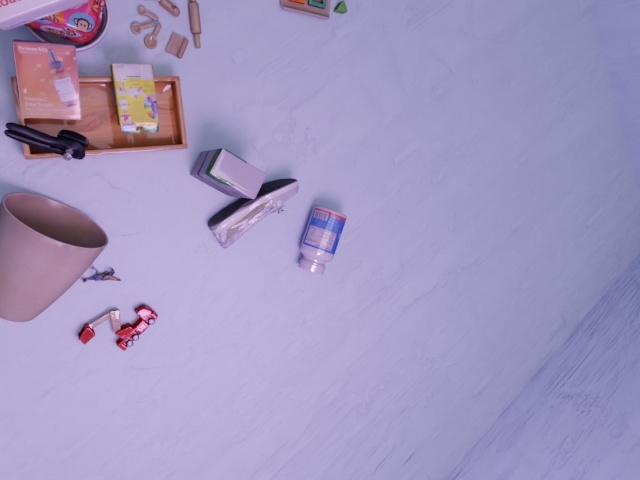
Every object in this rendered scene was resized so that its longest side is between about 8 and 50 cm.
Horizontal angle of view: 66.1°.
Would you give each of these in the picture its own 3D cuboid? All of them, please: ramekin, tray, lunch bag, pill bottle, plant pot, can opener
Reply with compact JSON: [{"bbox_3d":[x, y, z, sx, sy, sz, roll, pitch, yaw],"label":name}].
[{"bbox_3d":[-0.647,-0.576,1.241,0.207,0.109,0.207,-5,102,-28],"label":"ramekin"},{"bbox_3d":[-0.585,-0.338,1.339,0.410,0.076,0.203,-10,104,-27],"label":"tray"},{"bbox_3d":[-0.637,-0.616,1.107,0.293,0.120,0.258,11,93,-29],"label":"lunch bag"},{"bbox_3d":[0.000,0.000,1.698,0.124,0.124,0.222,19,90,-30],"label":"pill bottle"},{"bbox_3d":[-0.727,0.062,1.251,0.256,0.256,0.274,27,100,-30],"label":"plant pot"},{"bbox_3d":[-0.686,-0.248,1.233,0.186,0.073,0.059,10,133,-27],"label":"can opener"}]

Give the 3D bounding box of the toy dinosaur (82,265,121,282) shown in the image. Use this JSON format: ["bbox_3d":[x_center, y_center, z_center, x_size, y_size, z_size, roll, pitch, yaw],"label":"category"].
[{"bbox_3d":[-0.634,0.110,1.411,0.082,0.047,0.090,-26,122,-4],"label":"toy dinosaur"}]

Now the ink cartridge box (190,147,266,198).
[{"bbox_3d":[-0.278,-0.197,1.459,0.153,0.208,0.087,29,81,-31],"label":"ink cartridge box"}]

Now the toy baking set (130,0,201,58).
[{"bbox_3d":[-0.436,-0.653,1.391,0.196,0.030,0.256,-5,101,-28],"label":"toy baking set"}]

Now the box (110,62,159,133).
[{"bbox_3d":[-0.495,-0.378,1.317,0.105,0.043,0.179,-9,101,-28],"label":"box"}]

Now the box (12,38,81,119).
[{"bbox_3d":[-0.652,-0.384,1.178,0.130,0.091,0.170,-7,117,-28],"label":"box"}]

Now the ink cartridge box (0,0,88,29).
[{"bbox_3d":[-0.620,-0.591,0.968,0.201,0.117,0.278,-27,116,-12],"label":"ink cartridge box"}]

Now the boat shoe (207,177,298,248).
[{"bbox_3d":[-0.203,-0.097,1.577,0.320,0.118,0.103,-34,120,-16],"label":"boat shoe"}]

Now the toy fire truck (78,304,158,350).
[{"bbox_3d":[-0.595,0.250,1.451,0.192,0.047,0.135,-47,116,-15],"label":"toy fire truck"}]

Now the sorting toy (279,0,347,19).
[{"bbox_3d":[-0.038,-0.828,1.574,0.347,0.047,0.196,-1,99,-29],"label":"sorting toy"}]
